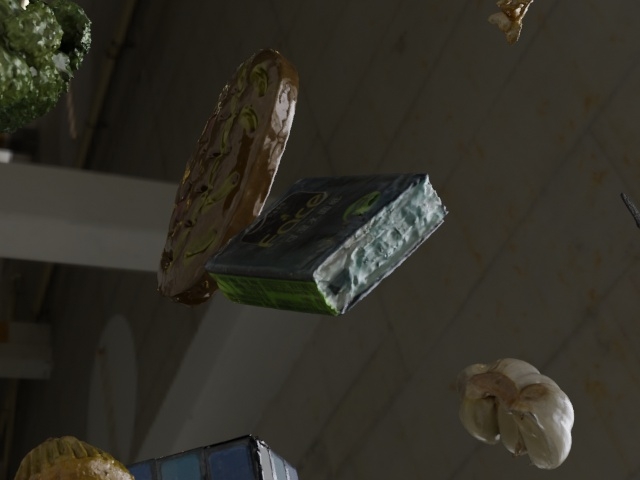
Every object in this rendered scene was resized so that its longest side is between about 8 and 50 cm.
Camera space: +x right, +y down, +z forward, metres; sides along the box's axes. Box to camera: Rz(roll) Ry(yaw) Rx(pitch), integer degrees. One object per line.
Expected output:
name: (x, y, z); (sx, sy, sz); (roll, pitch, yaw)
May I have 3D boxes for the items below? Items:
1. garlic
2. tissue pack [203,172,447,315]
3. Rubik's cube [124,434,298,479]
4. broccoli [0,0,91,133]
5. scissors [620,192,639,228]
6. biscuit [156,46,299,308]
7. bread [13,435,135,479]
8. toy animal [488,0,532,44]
garlic: (0.397, 0.340, 1.905); (0.281, 0.185, 0.203); (11, -49, 43)
tissue pack: (0.000, 0.000, 0.997); (0.235, 0.173, 0.073); (3, -50, 59)
Rubik's cube: (-0.225, 0.653, 2.050); (0.363, 0.359, 0.362); (62, 12, -61)
broccoli: (-0.400, -0.288, 1.253); (0.186, 0.254, 0.302); (5, -109, 38)
scissors: (0.535, 0.056, 1.434); (0.024, 0.160, 0.317); (-49, -126, 40)
biscuit: (-0.157, -0.094, 1.416); (0.350, 0.070, 0.394); (-13, -122, 63)
bread: (-0.448, 0.471, 1.719); (0.139, 0.240, 0.240); (-133, -126, -60)
toy animal: (0.301, -0.360, 1.530); (0.060, 0.081, 0.083); (41, -43, 17)
